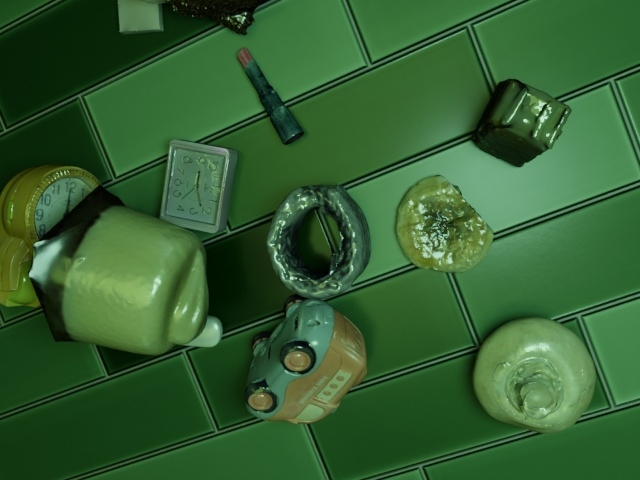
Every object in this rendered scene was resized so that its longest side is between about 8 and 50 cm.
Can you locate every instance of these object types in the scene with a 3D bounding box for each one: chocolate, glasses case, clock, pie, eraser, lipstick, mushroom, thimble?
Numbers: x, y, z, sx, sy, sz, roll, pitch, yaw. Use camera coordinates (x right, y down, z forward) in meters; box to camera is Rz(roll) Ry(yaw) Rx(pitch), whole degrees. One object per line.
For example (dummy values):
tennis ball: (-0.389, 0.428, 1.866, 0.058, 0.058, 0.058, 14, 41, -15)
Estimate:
chocolate: (-0.381, 0.078, 1.197, 0.297, 0.314, 0.326, 6, 125, 11)
glasses case: (-0.329, 0.212, 1.339, 0.193, 0.049, 0.074, 4, 93, 11)
clock: (-0.283, -0.126, 1.288, 0.150, 0.063, 0.197, 12, 98, 8)
pie: (0.259, -0.023, 1.213, 0.218, 0.052, 0.185, 46, 107, 5)
eraser: (-0.416, -0.555, 1.284, 0.103, 0.023, 0.150, -1, 96, 10)
lipstick: (-0.117, -0.327, 1.244, 0.053, 0.053, 0.234, -30, 89, 12)
clock: (-0.618, -0.017, 1.273, 0.200, 0.244, 0.317, 11, 95, 24)
mushroom: (0.434, 0.285, 1.142, 0.246, 0.202, 0.246, 4, 105, 16)
thimble: (0.000, 0.000, 1.205, 0.217, 0.157, 0.246, 6, 97, 8)

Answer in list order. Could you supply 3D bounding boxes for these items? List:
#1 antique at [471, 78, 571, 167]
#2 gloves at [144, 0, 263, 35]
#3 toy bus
antique: (0.377, -0.228, 1.051, 0.125, 0.284, 0.150, 26, 101, 6)
gloves: (-0.239, -0.535, 1.177, 0.312, 0.210, 0.135, 3, 82, 17)
toy bus: (-0.025, 0.273, 1.219, 0.232, 0.194, 0.288, 29, 114, -19)
